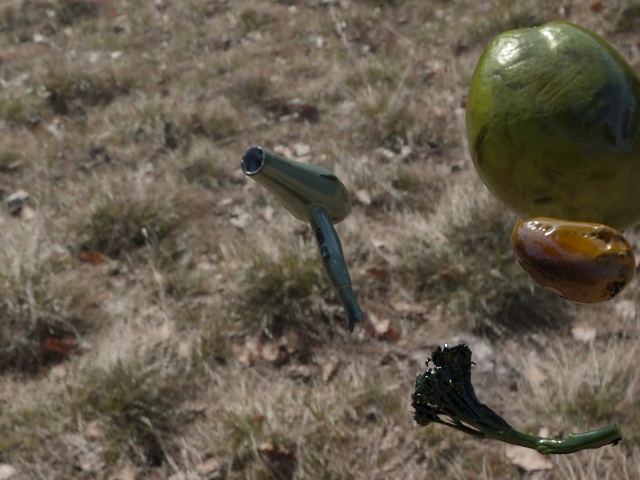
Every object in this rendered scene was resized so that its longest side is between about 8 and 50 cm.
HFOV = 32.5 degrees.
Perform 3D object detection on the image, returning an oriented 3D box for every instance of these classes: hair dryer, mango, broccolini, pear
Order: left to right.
[{"bbox_3d":[-0.023,-0.027,1.549,0.092,0.229,0.267,-32,41,22],"label":"hair dryer"},{"bbox_3d":[0.239,0.194,1.356,0.272,0.123,0.062,8,24,26],"label":"broccolini"},{"bbox_3d":[0.334,-0.147,1.505,0.269,0.269,0.321,-17,77,-1],"label":"pear"},{"bbox_3d":[0.235,0.017,1.034,0.127,0.063,0.077,22,75,34],"label":"mango"}]
